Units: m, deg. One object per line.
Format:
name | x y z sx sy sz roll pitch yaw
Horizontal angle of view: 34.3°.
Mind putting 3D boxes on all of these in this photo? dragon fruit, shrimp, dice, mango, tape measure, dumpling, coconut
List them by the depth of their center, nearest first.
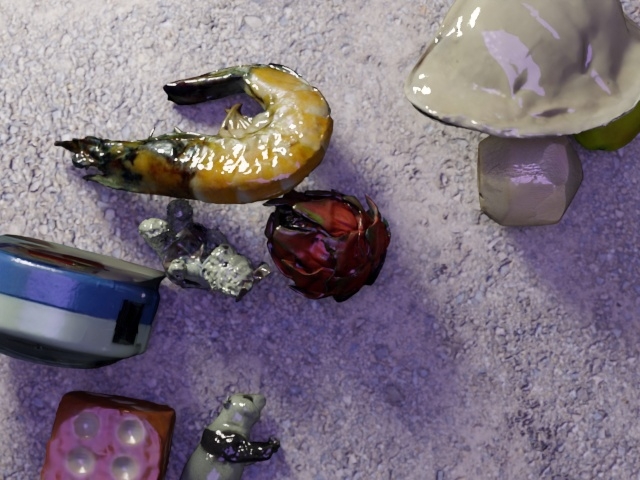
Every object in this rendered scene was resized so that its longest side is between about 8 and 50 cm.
tape measure | -0.375 0.092 1.507 0.259 0.262 0.138 13 94 0
dice | -0.312 0.320 1.518 0.173 0.179 0.175 11 87 -1
dumpling | 0.326 -0.275 1.539 0.395 0.233 0.315 -31 53 -22
dragon fruit | 0.009 0.004 1.565 0.188 0.182 0.182 11 84 10
shrimp | -0.197 -0.172 1.586 0.444 0.085 0.272 -1 56 14
coconut | 0.322 -0.098 1.589 0.162 0.161 0.161 -2 84 7
mango | 0.466 -0.213 1.640 0.163 0.089 0.117 -44 88 -6

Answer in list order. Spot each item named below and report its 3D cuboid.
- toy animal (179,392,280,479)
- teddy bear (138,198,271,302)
toy animal | -0.138 0.338 1.569 0.121 0.094 0.225 23 85 9
teddy bear | -0.180 0.037 1.578 0.213 0.111 0.133 34 41 18
